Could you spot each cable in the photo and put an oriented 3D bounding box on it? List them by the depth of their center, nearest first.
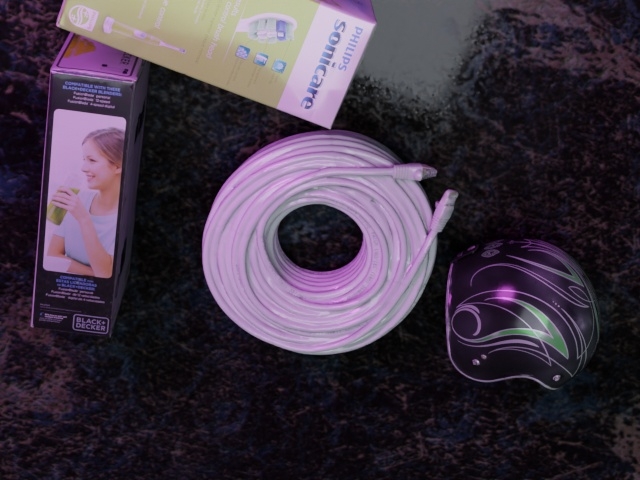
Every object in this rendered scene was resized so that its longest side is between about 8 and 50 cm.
[{"bbox_3d":[0.000,0.000,1.703,0.257,0.089,0.257,14,113,-7],"label":"cable"}]

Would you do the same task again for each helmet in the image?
[{"bbox_3d":[0.228,0.080,1.707,0.162,0.169,0.169,0,115,16],"label":"helmet"}]

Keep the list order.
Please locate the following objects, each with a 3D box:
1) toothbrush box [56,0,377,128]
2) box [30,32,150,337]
[{"bbox_3d":[-0.100,-0.241,1.527,0.283,0.206,0.122,21,111,-10],"label":"toothbrush box"},{"bbox_3d":[-0.240,-0.066,1.623,0.087,0.169,0.290,8,115,-3],"label":"box"}]
